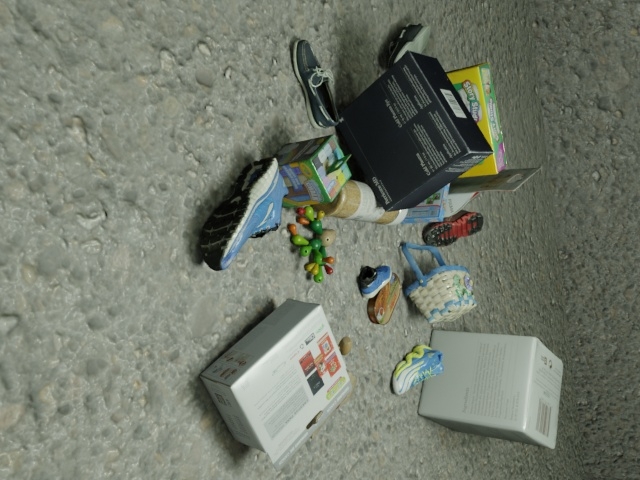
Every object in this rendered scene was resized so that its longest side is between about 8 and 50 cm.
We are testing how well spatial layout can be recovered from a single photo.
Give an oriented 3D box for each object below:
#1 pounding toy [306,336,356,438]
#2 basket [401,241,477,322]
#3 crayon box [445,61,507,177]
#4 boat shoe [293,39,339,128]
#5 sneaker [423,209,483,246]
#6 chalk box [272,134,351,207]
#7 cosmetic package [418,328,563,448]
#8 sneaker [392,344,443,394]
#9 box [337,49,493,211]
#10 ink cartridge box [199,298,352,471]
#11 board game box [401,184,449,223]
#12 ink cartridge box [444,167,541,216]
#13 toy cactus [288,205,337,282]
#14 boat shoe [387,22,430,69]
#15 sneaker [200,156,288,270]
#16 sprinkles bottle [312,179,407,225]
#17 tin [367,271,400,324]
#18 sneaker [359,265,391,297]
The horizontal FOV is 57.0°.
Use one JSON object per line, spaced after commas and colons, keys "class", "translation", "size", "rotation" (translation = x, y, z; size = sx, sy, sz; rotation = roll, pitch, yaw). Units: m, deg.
{"class": "pounding toy", "translation": [-0.002, 0.394, 1.622], "size": [0.269, 0.155, 0.154], "rotation": [-47, 152, -32]}
{"class": "basket", "translation": [0.412, 0.138, 2.082], "size": [0.255, 0.201, 0.289], "rotation": [4, 50, -52]}
{"class": "crayon box", "translation": [0.457, -0.402, 2.060], "size": [0.106, 0.313, 0.362], "rotation": [-33, 113, -48]}
{"class": "boat shoe", "translation": [-0.009, -0.441, 1.657], "size": [0.095, 0.079, 0.254], "rotation": [-28, 109, -49]}
{"class": "sneaker", "translation": [0.487, -0.051, 2.254], "size": [0.276, 0.135, 0.097], "rotation": [-19, 117, -27]}
{"class": "chalk box", "translation": [-0.014, -0.180, 1.525], "size": [0.132, 0.213, 0.132], "rotation": [-52, 127, -40]}
{"class": "cosmetic package", "translation": [0.623, 0.535, 2.144], "size": [0.329, 0.394, 0.327], "rotation": [36, 61, -45]}
{"class": "sneaker", "translation": [0.341, 0.438, 2.009], "size": [0.240, 0.126, 0.091], "rotation": [-44, 121, -44]}
{"class": "box", "translation": [0.264, -0.310, 1.720], "size": [0.179, 0.312, 0.343], "rotation": [-11, 70, -52]}
{"class": "ink cartridge box", "translation": [-0.092, 0.343, 1.428], "size": [0.309, 0.130, 0.271], "rotation": [-39, 118, -36]}
{"class": "board game box", "translation": [0.365, -0.162, 2.050], "size": [0.039, 0.160, 0.211], "rotation": [38, 60, -45]}
{"class": "ink cartridge box", "translation": [0.561, -0.171, 2.118], "size": [0.308, 0.385, 0.091], "rotation": [-31, 113, -48]}
{"class": "toy cactus", "translation": [0.000, 0.000, 1.638], "size": [0.180, 0.112, 0.219], "rotation": [-30, 103, -59]}
{"class": "boat shoe", "translation": [0.288, -0.665, 2.047], "size": [0.302, 0.091, 0.114], "rotation": [-50, 153, -43]}
{"class": "sneaker", "translation": [-0.159, -0.048, 1.402], "size": [0.147, 0.130, 0.330], "rotation": [55, 48, -31]}
{"class": "sprinkles bottle", "translation": [0.126, -0.115, 1.774], "size": [0.355, 0.121, 0.121], "rotation": [5, 84, -52]}
{"class": "tin", "translation": [0.209, 0.189, 1.931], "size": [0.106, 0.040, 0.189], "rotation": [52, 50, -31]}
{"class": "sneaker", "translation": [0.175, 0.106, 1.872], "size": [0.152, 0.058, 0.084], "rotation": [-43, 129, -37]}
